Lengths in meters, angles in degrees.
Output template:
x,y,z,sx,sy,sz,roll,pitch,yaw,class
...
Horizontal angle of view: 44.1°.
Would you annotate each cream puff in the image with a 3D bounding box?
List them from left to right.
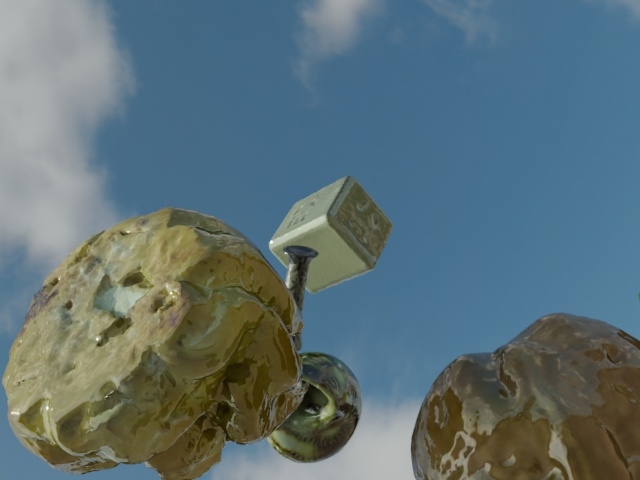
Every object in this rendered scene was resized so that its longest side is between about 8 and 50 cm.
x,y,z,sx,sy,sz,roll,pitch,yaw,class
-0.172,0.140,0.904,0.324,0.291,0.257,-42,-53,-2,cream puff

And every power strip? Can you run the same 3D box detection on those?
x,y,z,sx,sy,sz,roll,pitch,yaw,class
0.000,0.000,1.477,0.224,0.140,0.139,-26,-65,39,power strip

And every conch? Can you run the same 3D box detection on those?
x,y,z,sx,sy,sz,roll,pitch,yaw,class
-0.024,0.242,1.182,0.187,0.124,0.181,40,-61,-21,conch

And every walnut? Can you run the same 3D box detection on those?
x,y,z,sx,sy,sz,roll,pitch,yaw,class
0.268,0.264,0.851,0.306,0.344,0.306,-24,-20,-9,walnut

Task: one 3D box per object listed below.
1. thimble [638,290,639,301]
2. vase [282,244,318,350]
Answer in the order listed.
x,y,z,sx,sy,sz,roll,pitch,yaw,class
0.471,0.058,1.008,0.118,0.090,0.130,-58,-12,9,thimble
-0.044,0.092,1.266,0.059,0.059,0.167,1,-71,-28,vase
